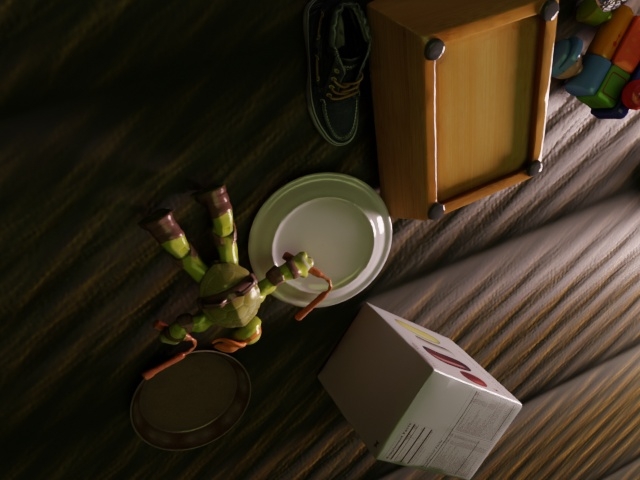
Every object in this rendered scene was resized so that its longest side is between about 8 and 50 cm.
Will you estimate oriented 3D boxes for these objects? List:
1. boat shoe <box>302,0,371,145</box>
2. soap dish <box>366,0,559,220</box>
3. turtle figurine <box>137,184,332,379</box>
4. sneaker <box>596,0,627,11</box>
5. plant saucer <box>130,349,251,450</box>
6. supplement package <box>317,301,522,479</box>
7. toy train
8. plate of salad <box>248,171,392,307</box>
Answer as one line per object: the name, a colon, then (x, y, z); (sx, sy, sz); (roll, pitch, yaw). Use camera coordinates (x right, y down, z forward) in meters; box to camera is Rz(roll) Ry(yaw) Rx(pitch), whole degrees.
boat shoe: (0.023, -0.191, 0.695); (0.065, 0.083, 0.183); (-20, 121, -16)
soap dish: (0.180, -0.176, 0.741); (0.229, 0.118, 0.290); (-22, 129, -16)
turtle figurine: (-0.132, 0.056, 0.716); (0.270, 0.087, 0.217); (-25, 108, -2)
sneaker: (0.422, -0.360, 0.788); (0.135, 0.058, 0.052); (-21, 161, -13)
plant saucer: (-0.182, 0.220, 0.825); (0.169, 0.029, 0.168); (-11, 118, -21)
supplement package: (0.145, 0.226, 0.887); (0.203, 0.194, 0.149); (26, 99, -34)
toy train: (0.433, -0.314, 0.841); (0.143, 0.105, 0.248); (25, 96, -16)
plate of salad: (0.000, 0.000, 0.798); (0.200, 0.048, 0.199); (-5, 114, -12)
